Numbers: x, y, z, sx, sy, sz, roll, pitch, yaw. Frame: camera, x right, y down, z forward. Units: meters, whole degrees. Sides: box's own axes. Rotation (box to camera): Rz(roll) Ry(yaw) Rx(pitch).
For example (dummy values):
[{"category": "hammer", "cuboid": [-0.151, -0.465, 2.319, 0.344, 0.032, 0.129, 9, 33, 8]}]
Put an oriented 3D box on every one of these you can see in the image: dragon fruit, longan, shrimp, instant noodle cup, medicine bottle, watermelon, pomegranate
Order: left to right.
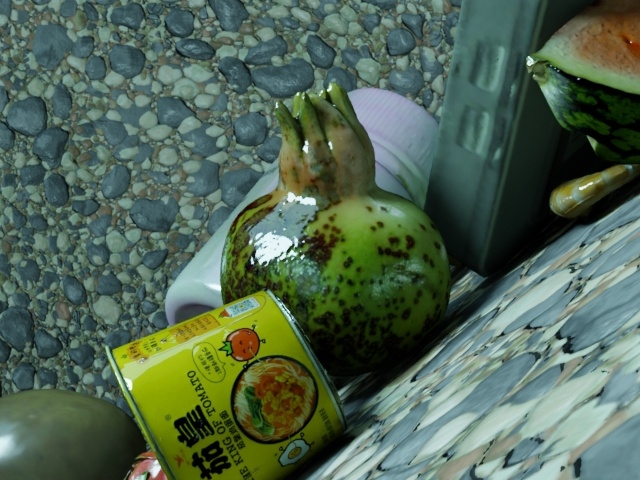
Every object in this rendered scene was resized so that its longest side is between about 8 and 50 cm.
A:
[{"category": "longan", "cuboid": [-0.355, 0.313, 1.265, 0.300, 0.243, 0.300, -16, -14, -4]}, {"category": "dragon fruit", "cuboid": [-0.170, 0.266, 1.064, 0.116, 0.086, 0.081, -46, 36, 10]}, {"category": "instant noodle cup", "cuboid": [-0.072, 0.132, 0.837, 0.144, 0.182, 0.182, -29, -2, -10]}, {"category": "medicine bottle", "cuboid": [0.000, 0.000, 1.251, 0.388, 0.219, 0.219, -54, 8, -32]}, {"category": "pomegranate", "cuboid": [0.010, -0.003, 0.995, 0.222, 0.276, 0.204, -5, -12, -2]}, {"category": "shrimp", "cuboid": [0.259, -0.053, 0.960, 0.095, 0.045, 0.162, -40, -6, 3]}, {"category": "watermelon", "cuboid": [0.306, -0.137, 0.865, 0.303, 0.159, 0.128, -38, -29, -35]}]

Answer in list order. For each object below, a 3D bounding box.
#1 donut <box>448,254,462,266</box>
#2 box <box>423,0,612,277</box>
[{"category": "donut", "cuboid": [0.212, -0.028, 1.375, 0.166, 0.073, 0.184, -40, 1, -2]}, {"category": "box", "cuboid": [0.268, -0.198, 1.029, 0.396, 0.111, 0.396, -39, -31, -34]}]
